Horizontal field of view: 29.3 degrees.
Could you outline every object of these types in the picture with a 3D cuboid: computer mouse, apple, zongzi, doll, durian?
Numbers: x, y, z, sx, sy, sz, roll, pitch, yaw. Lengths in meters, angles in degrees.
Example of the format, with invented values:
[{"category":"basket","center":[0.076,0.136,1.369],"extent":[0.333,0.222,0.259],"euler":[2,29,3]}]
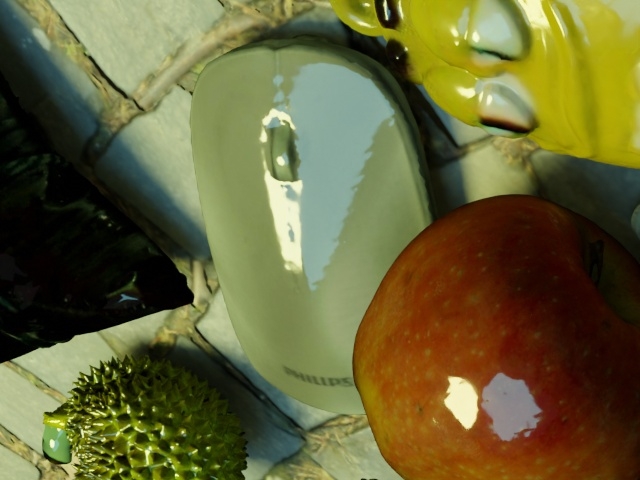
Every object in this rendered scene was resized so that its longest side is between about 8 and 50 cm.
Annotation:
[{"category":"computer mouse","center":[-0.002,0.003,0.950],"extent":[0.197,0.095,0.331],"euler":[2,123,23]},{"category":"apple","center":[0.129,0.089,0.834],"extent":[0.230,0.230,0.230],"euler":[15,128,19]},{"category":"zongzi","center":[-0.348,-0.045,1.038],"extent":[0.383,0.319,0.362],"euler":[-20,102,19]},{"category":"doll","center":[0.243,-0.116,0.694],"extent":[0.348,0.161,0.423],"euler":[40,142,-24]},{"category":"durian","center":[-0.149,0.182,1.117],"extent":[0.198,0.159,0.146],"euler":[47,130,37]}]

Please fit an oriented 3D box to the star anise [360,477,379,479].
[{"category":"star anise","center":[0.100,0.224,0.951],"extent":[0.272,0.272,0.102],"euler":[-24,149,38]}]
